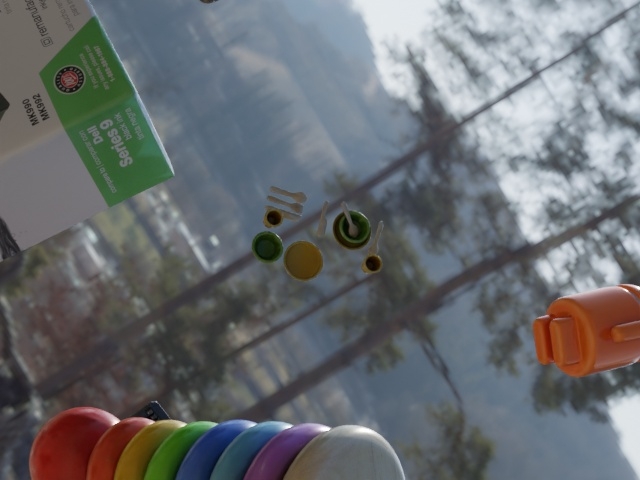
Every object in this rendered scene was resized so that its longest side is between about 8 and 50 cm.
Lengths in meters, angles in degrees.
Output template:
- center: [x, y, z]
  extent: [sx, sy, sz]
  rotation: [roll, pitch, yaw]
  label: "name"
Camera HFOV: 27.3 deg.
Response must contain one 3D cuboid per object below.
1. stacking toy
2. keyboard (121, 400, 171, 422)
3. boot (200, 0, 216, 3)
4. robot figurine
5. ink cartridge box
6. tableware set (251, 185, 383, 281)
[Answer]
- center: [-0.102, 0.187, 1.020]
  extent: [0.330, 0.141, 0.141]
  rotation: [6, -36, 37]
  label: "stacking toy"
- center: [-0.226, 0.315, 1.836]
  extent: [0.180, 0.108, 0.023]
  rotation: [56, -1, -26]
  label: "keyboard"
- center: [-0.296, -0.379, 1.533]
  extent: [0.377, 0.284, 0.138]
  rotation: [52, -24, -10]
  label: "boot"
- center: [0.430, 0.135, 2.012]
  extent: [0.128, 0.219, 0.158]
  rotation: [63, -30, 31]
  label: "robot figurine"
- center: [-0.307, -0.095, 1.169]
  extent: [0.211, 0.289, 0.121]
  rotation: [59, -7, 36]
  label: "ink cartridge box"
- center: [0.000, 0.000, 1.523]
  extent: [0.154, 0.104, 0.024]
  rotation: [19, -18, -13]
  label: "tableware set"
